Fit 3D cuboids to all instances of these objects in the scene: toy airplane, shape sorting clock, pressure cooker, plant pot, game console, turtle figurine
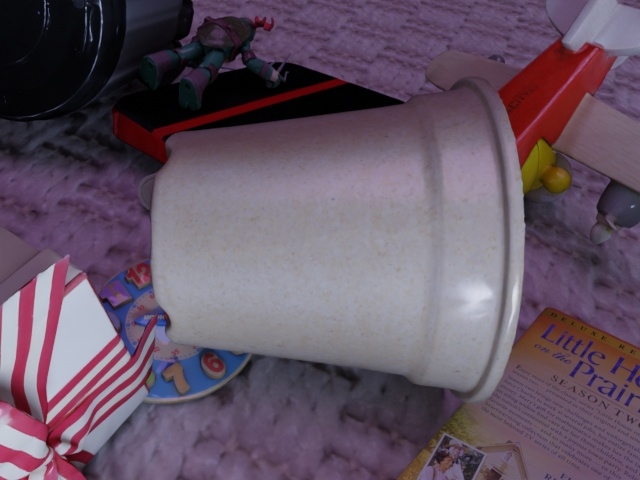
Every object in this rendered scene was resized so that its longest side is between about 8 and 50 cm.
[{"bbox_3d":[0.329,-0.169,0.816,0.385,0.272,0.385,-8,56,28],"label":"toy airplane"},{"bbox_3d":[-0.174,0.095,0.654,0.207,0.040,0.206,3,45,-3],"label":"shape sorting clock"},{"bbox_3d":[-0.411,-0.409,0.879,0.376,0.369,0.420,6,30,4],"label":"pressure cooker"},{"bbox_3d":[0.000,0.000,0.580,0.306,0.333,0.333,0,46,-1],"label":"plant pot"},{"bbox_3d":[-0.098,-0.197,0.881,0.387,0.060,0.342,-27,44,-35],"label":"game console"},{"bbox_3d":[-0.162,-0.297,0.881,0.175,0.118,0.234,20,45,28],"label":"turtle figurine"}]

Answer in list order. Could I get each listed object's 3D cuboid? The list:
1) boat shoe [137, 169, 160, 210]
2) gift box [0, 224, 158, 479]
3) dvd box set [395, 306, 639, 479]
[{"bbox_3d":[-0.149,-0.080,0.819,0.233,0.083,0.079,-8,17,-8],"label":"boat shoe"},{"bbox_3d":[-0.302,0.103,0.466,0.258,0.255,0.276,29,61,19],"label":"gift box"},{"bbox_3d":[0.246,0.255,0.495,0.308,0.062,0.421,28,47,35],"label":"dvd box set"}]
